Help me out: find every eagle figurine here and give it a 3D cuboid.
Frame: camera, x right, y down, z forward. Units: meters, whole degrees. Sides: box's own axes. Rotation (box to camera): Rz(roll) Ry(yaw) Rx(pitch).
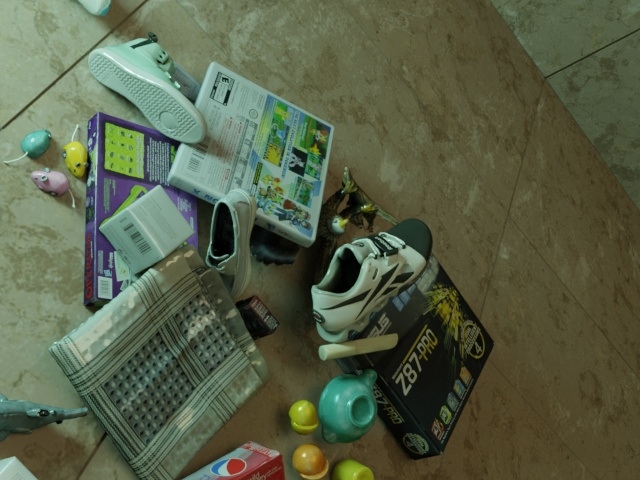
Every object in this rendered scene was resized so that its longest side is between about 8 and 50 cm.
[{"bbox_3d":[0.000,-0.003,1.565,0.226,0.225,0.298,33,74,21],"label":"eagle figurine"}]

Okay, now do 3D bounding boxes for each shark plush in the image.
[{"bbox_3d":[-0.411,0.256,1.062,0.161,0.067,0.073,24,55,-37],"label":"shark plush"}]

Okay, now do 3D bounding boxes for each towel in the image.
[{"bbox_3d":[-0.237,0.202,1.237,0.324,0.056,0.312,-44,112,-42],"label":"towel"}]

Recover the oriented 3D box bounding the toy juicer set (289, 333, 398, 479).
[{"bbox_3d":[0.028,0.320,1.457,0.209,0.089,0.329,20,74,-30],"label":"toy juicer set"}]

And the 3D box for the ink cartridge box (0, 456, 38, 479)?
[{"bbox_3d":[-0.398,0.422,0.977,0.219,0.093,0.160,53,43,-14],"label":"ink cartridge box"}]

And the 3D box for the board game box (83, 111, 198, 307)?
[{"bbox_3d":[-0.314,-0.042,1.326,0.208,0.056,0.346,12,63,-38],"label":"board game box"}]

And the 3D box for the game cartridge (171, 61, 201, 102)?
[{"bbox_3d":[-0.282,-0.320,1.515,0.083,0.017,0.056,42,43,-25],"label":"game cartridge"}]

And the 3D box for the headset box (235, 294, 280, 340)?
[{"bbox_3d":[-0.128,0.144,1.417,0.083,0.062,0.032,52,42,-16],"label":"headset box"}]

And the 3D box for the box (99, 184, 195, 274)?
[{"bbox_3d":[-0.286,-0.017,1.233,0.101,0.102,0.087,55,44,-11],"label":"box"}]

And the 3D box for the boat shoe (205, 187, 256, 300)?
[{"bbox_3d":[-0.173,0.016,1.349,0.081,0.079,0.227,-29,136,-52],"label":"boat shoe"}]

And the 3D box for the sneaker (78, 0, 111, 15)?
[{"bbox_3d":[-0.473,-0.501,1.358,0.228,0.087,0.092,51,49,-5],"label":"sneaker"}]

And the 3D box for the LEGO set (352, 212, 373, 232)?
[{"bbox_3d":[0.096,-0.046,1.779,0.083,0.023,0.054,53,43,-34],"label":"LEGO set"}]

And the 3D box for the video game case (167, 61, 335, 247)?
[{"bbox_3d":[-0.123,-0.175,1.482,0.300,0.036,0.329,25,48,-18],"label":"video game case"}]

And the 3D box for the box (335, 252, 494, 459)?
[{"bbox_3d":[0.227,0.246,1.714,0.318,0.097,0.395,53,44,-9],"label":"box"}]

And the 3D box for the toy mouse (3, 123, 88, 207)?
[{"bbox_3d":[-0.449,-0.133,1.237,0.143,0.031,0.161,0,71,-46],"label":"toy mouse"}]

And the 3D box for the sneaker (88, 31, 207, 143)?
[{"bbox_3d":[-0.285,-0.293,1.393,0.256,0.094,0.151,38,40,4],"label":"sneaker"}]

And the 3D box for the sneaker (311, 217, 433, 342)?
[{"bbox_3d":[0.106,0.043,1.466,0.330,0.122,0.146,-45,137,-29],"label":"sneaker"}]

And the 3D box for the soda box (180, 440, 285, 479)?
[{"bbox_3d":[-0.172,0.423,1.202,0.263,0.083,0.092,-17,106,-48],"label":"soda box"}]
